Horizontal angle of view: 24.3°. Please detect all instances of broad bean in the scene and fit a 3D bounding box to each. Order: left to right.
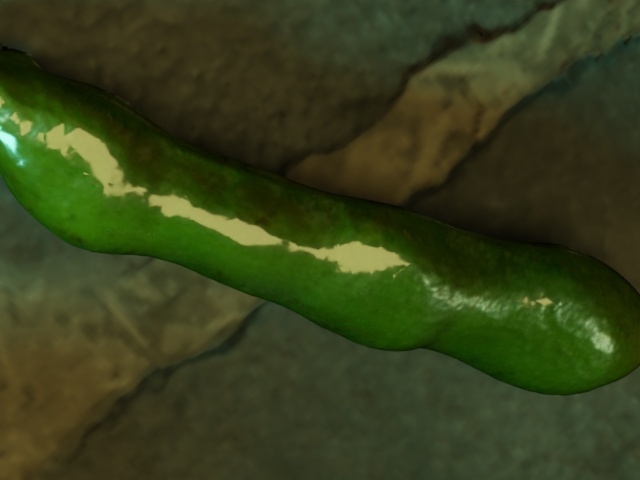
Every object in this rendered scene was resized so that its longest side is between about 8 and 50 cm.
[{"bbox_3d":[0.000,0.001,0.472,0.256,0.052,0.053,21,57,-18],"label":"broad bean"}]
